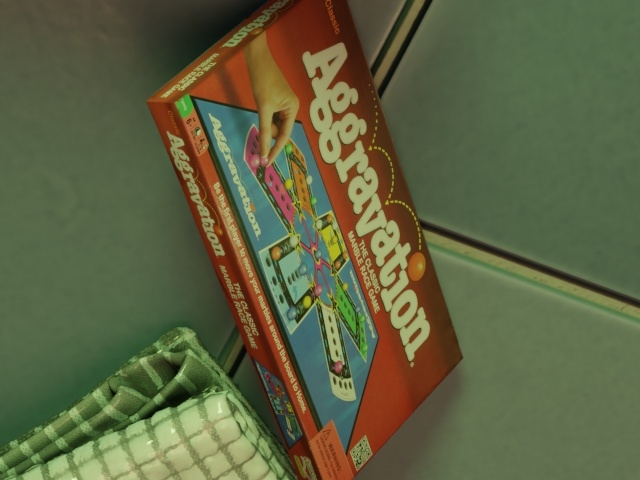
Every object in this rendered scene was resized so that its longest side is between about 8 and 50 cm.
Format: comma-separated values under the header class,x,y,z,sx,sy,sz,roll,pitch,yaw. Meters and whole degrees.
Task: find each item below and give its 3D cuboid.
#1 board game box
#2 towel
class,x,y,z,sx,sy,sz,roll,pitch,yaw
board game box,0.000,0.000,1.120,0.145,0.027,0.281,-45,128,-35
towel,-0.104,0.212,1.215,0.235,0.121,0.283,-29,122,7
